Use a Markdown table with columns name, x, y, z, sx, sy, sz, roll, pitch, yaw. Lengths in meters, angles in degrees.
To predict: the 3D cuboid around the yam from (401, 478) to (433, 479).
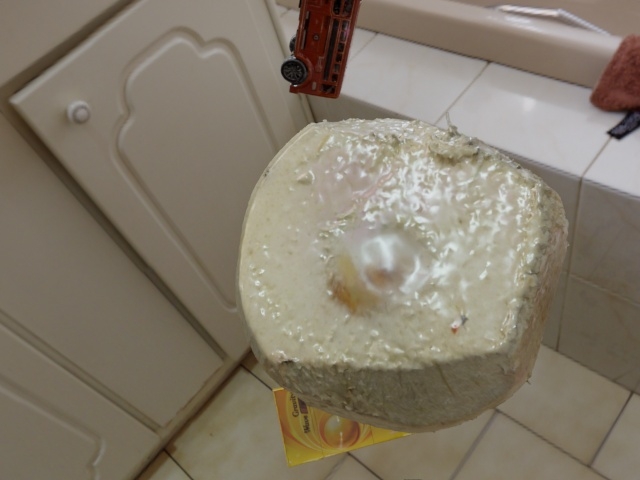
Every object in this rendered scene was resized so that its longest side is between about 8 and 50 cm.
| name | x | y | z | sx | sy | sz | roll | pitch | yaw |
| --- | --- | --- | --- | --- | --- | --- | --- | --- | --- |
| yam | 0.263 | 0.655 | 1.531 | 0.027 | 0.129 | 0.033 | -51 | 41 | 23 |

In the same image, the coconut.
| name | x | y | z | sx | sy | sz | roll | pitch | yaw |
| --- | --- | --- | --- | --- | --- | --- | --- | --- | --- |
| coconut | 0.076 | 0.035 | 0.552 | 0.297 | 0.254 | 0.297 | -5 | 76 | 19 |

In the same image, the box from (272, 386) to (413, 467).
| name | x | y | z | sx | sy | sz | roll | pitch | yaw |
| --- | --- | --- | --- | --- | --- | --- | --- | --- | --- |
| box | 0.050 | 0.341 | 1.141 | 0.269 | 0.043 | 0.152 | -10 | 82 | -9 |

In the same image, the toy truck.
| name | x | y | z | sx | sy | sz | roll | pitch | yaw |
| --- | --- | --- | --- | --- | --- | --- | --- | --- | --- |
| toy truck | 0.009 | -0.360 | 0.912 | 0.114 | 0.252 | 0.107 | 13 | 45 | -1 |
